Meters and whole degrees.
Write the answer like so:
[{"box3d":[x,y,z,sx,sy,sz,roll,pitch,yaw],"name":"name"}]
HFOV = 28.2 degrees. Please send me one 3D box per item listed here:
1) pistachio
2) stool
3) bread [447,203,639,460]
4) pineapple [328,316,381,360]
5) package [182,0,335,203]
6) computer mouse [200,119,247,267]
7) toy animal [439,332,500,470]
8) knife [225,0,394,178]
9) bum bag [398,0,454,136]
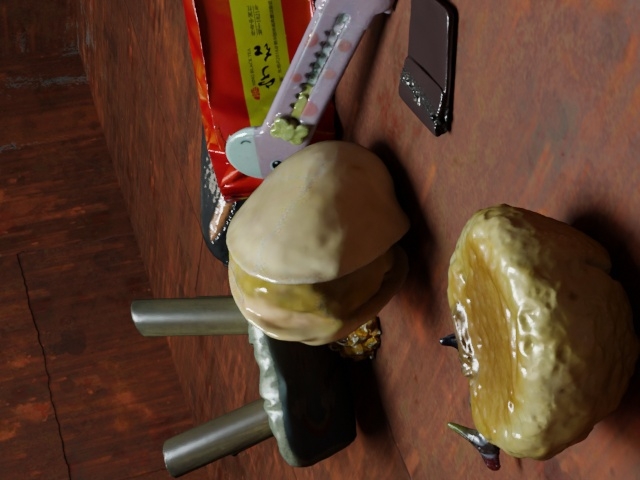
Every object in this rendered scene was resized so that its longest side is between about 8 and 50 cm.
[{"box3d":[0.000,0.000,1.659,0.321,0.238,0.229,-71,-21,-56],"name":"pistachio"},{"box3d":[-0.107,0.200,1.944,0.310,0.226,0.310,3,-109,-70],"name":"stool"},{"box3d":[0.211,0.086,1.214,0.244,0.134,0.244,170,90,-76],"name":"bread"},{"box3d":[0.031,0.130,1.885,0.114,0.114,0.077,118,156,-58],"name":"pineapple"},{"box3d":[-0.094,-0.279,1.835,0.123,0.196,0.424,-150,48,-76],"name":"package"},{"box3d":[-0.103,-0.111,1.985,0.116,0.183,0.323,7,99,39],"name":"computer mouse"},{"box3d":[0.192,0.172,1.440,0.105,0.070,0.202,24,122,46],"name":"toy animal"},{"box3d":[-0.014,-0.207,1.662,0.399,0.132,0.038,120,163,-44],"name":"knife"},{"box3d":[0.122,-0.211,1.477,0.109,0.026,0.159,-124,28,-52],"name":"bum bag"}]
